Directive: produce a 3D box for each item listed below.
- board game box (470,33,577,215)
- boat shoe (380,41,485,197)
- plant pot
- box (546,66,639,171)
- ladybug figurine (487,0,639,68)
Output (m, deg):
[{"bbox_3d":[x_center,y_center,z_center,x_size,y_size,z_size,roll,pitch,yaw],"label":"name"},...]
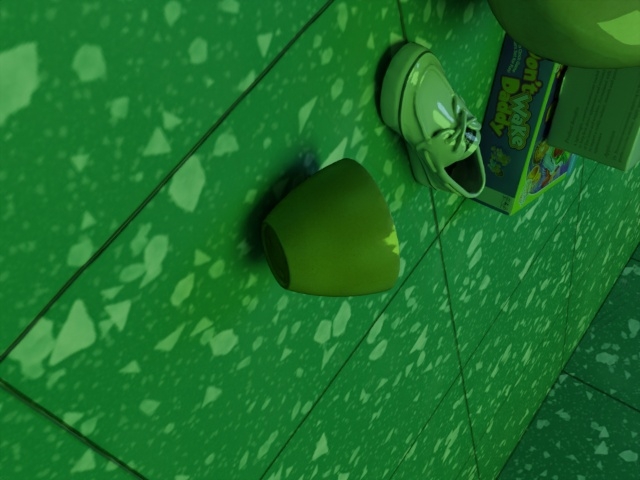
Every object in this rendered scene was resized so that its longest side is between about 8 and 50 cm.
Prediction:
[{"bbox_3d":[0.333,-0.233,1.086,0.233,0.078,0.347,-29,137,-45],"label":"board game box"},{"bbox_3d":[0.142,-0.128,0.856,0.095,0.084,0.258,-59,151,-7],"label":"boat shoe"},{"bbox_3d":[0.000,0.000,0.711,0.095,0.134,0.134,-20,135,-19],"label":"plant pot"},{"bbox_3d":[0.415,-0.216,1.026,0.182,0.119,0.181,-32,139,-44],"label":"box"},{"bbox_3d":[0.331,-0.343,0.819,0.449,0.305,0.162,-40,-177,-24],"label":"ladybug figurine"}]
